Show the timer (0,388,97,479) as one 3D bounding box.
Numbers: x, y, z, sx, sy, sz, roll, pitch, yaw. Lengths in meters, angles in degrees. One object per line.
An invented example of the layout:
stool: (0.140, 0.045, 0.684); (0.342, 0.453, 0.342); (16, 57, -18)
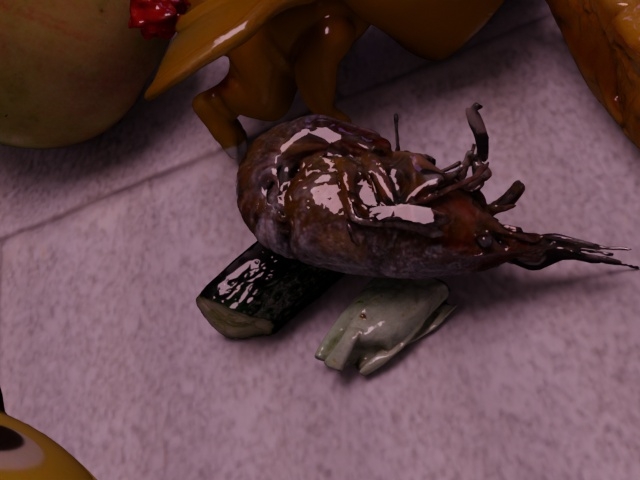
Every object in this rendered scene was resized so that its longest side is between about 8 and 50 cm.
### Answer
timer: (-0.296, 0.242, 0.899); (0.376, 0.387, 0.376); (-14, 45, 15)

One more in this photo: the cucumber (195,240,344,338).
cucumber: (0.000, 0.001, 1.224); (0.241, 0.074, 0.074); (-39, 42, -15)

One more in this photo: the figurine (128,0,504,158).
figurine: (0.015, -0.251, 1.318); (0.387, 0.268, 0.401); (-28, 24, 27)

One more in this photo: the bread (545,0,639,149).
bread: (0.303, -0.191, 1.208); (0.167, 0.132, 0.294); (-24, 40, 4)

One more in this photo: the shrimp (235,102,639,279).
shrimp: (0.093, -0.029, 1.130); (0.343, 0.116, 0.145); (12, 57, 16)

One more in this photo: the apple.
apple: (-0.320, -0.258, 1.473); (0.319, 0.277, 0.319); (-38, 42, 43)

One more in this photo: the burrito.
burrito: (0.050, 0.070, 1.147); (0.118, 0.044, 0.074); (-41, 46, -20)
